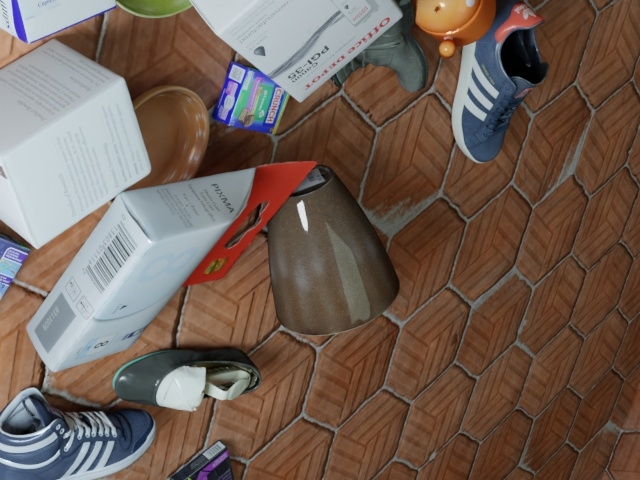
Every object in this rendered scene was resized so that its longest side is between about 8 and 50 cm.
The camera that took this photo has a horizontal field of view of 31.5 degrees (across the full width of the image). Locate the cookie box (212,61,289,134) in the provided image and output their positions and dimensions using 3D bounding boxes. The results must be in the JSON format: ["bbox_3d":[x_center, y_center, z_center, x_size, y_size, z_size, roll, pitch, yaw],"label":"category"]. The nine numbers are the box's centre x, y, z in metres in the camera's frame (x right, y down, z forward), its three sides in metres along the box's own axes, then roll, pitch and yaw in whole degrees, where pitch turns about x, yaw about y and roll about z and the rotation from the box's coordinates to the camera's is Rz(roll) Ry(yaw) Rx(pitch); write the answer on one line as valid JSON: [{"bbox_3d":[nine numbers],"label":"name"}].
[{"bbox_3d":[-0.099,-0.212,1.696,0.107,0.040,0.091,4,111,-52],"label":"cookie box"}]

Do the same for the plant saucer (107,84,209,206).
[{"bbox_3d":[-0.238,-0.127,1.581,0.200,0.037,0.200,-37,144,-33],"label":"plant saucer"}]

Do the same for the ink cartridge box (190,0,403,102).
[{"bbox_3d":[-0.031,-0.330,1.534,0.207,0.117,0.283,-39,157,10],"label":"ink cartridge box"}]

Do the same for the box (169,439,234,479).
[{"bbox_3d":[-0.208,0.452,2.055,0.116,0.029,0.162,-36,140,-29],"label":"box"}]

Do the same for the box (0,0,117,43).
[{"bbox_3d":[-0.324,-0.295,1.283,0.126,0.137,0.072,-33,138,-32],"label":"box"}]

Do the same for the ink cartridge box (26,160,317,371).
[{"bbox_3d":[-0.187,0.031,1.612,0.385,0.091,0.308,-13,152,-48],"label":"ink cartridge box"}]

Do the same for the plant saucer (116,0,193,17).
[{"bbox_3d":[-0.201,-0.404,1.437,0.241,0.037,0.240,-30,136,-34],"label":"plant saucer"}]

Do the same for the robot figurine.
[{"bbox_3d":[0.212,-0.387,1.844,0.158,0.128,0.219,-53,161,11],"label":"robot figurine"}]

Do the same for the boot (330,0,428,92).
[{"bbox_3d":[0.079,-0.299,1.834,0.161,0.083,0.246,-35,146,-7],"label":"boot"}]

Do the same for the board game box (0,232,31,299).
[{"bbox_3d":[-0.477,0.033,1.425,0.136,0.035,0.201,-59,145,0],"label":"board game box"}]

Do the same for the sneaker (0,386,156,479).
[{"bbox_3d":[-0.363,0.280,1.686,0.282,0.099,0.153,-19,131,-38],"label":"sneaker"}]

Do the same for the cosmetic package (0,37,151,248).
[{"bbox_3d":[-0.335,-0.121,1.384,0.184,0.151,0.151,-38,140,-26],"label":"cosmetic package"}]

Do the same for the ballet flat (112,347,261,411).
[{"bbox_3d":[-0.201,0.225,1.841,0.280,0.096,0.095,-5,119,-48],"label":"ballet flat"}]

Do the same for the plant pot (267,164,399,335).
[{"bbox_3d":[0.000,0.000,1.855,0.215,0.215,0.230,-35,123,-30],"label":"plant pot"}]

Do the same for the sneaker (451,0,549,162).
[{"bbox_3d":[0.339,-0.277,2.082,0.131,0.148,0.350,-33,137,-32],"label":"sneaker"}]
